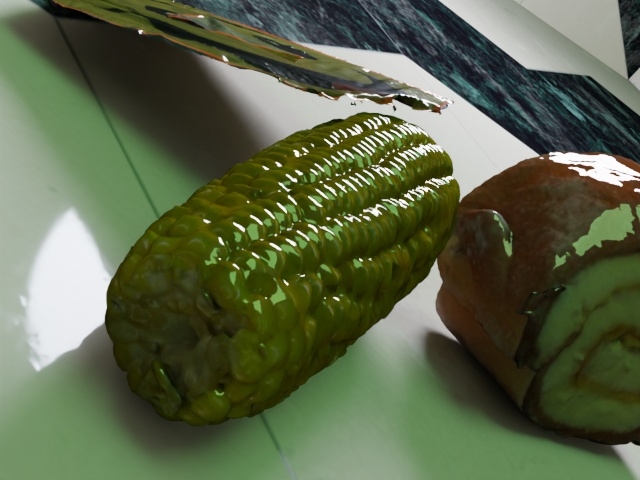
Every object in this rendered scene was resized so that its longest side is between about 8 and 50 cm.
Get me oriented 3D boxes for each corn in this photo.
[{"bbox_3d":[0.000,0.000,0.596,0.120,0.120,0.363,42,23,3],"label":"corn"}]

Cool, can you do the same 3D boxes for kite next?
[{"bbox_3d":[-0.049,-0.147,0.799,0.377,0.013,0.327,6,18,-41],"label":"kite"}]

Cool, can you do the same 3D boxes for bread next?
[{"bbox_3d":[0.187,0.037,0.762,0.244,0.190,0.123,17,18,-41],"label":"bread"}]
